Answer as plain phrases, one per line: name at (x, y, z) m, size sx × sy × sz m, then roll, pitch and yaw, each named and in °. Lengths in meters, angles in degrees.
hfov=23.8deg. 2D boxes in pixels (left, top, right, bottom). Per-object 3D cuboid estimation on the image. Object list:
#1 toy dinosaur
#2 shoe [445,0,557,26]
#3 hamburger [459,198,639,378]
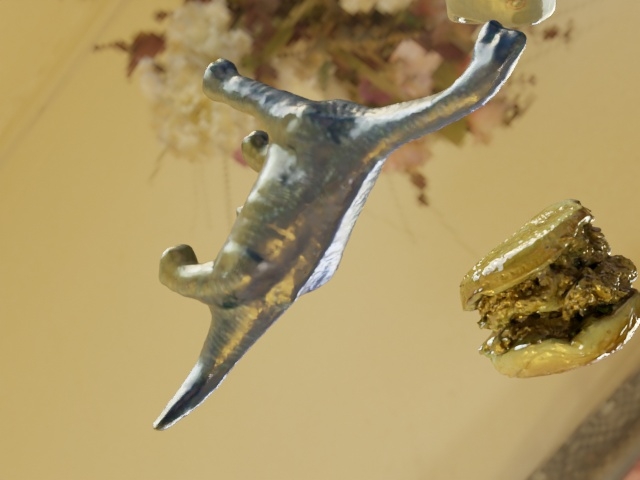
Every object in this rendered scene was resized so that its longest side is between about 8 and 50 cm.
toy dinosaur at (0.000, 0.000, 0.756) m, size 0.075 × 0.248 × 0.188 m, roll 17°, pitch -177°, yaw -41°
shoe at (0.162, -0.236, 1.365) m, size 0.251 × 0.103 × 0.100 m, roll 68°, pitch -174°, yaw -75°
hamburger at (0.205, 0.052, 1.360) m, size 0.131 × 0.159 × 0.185 m, roll 55°, pitch -175°, yaw -4°
